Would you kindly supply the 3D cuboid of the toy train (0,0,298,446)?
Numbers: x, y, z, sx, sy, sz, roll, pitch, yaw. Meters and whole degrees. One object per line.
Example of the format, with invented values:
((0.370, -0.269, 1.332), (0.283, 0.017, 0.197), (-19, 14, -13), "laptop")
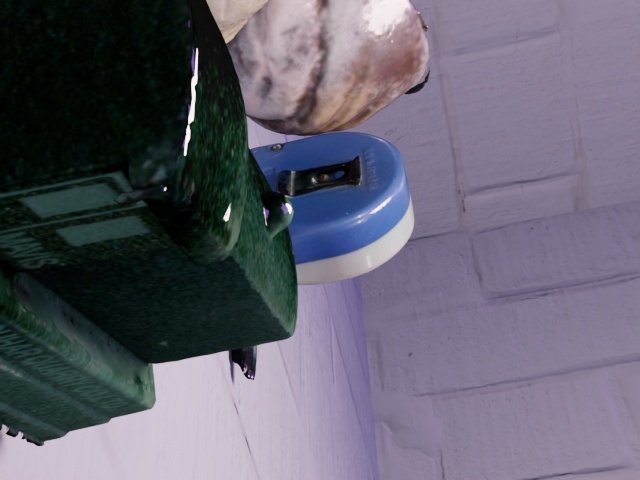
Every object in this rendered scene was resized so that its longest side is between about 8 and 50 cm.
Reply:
((-0.105, -0.010, 0.509), (0.330, 0.178, 0.139), (62, 18, -69), "toy train")

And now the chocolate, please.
((-0.037, -0.243, 1.512), (0.303, 0.213, 0.303), (43, -19, 18), "chocolate")

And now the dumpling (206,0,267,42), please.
((-0.114, -0.298, 1.304), (0.126, 0.216, 0.166), (45, 36, 8), "dumpling")

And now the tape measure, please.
((0.000, 0.000, 1.392), (0.351, 0.215, 0.098), (-93, 170, -51), "tape measure")
